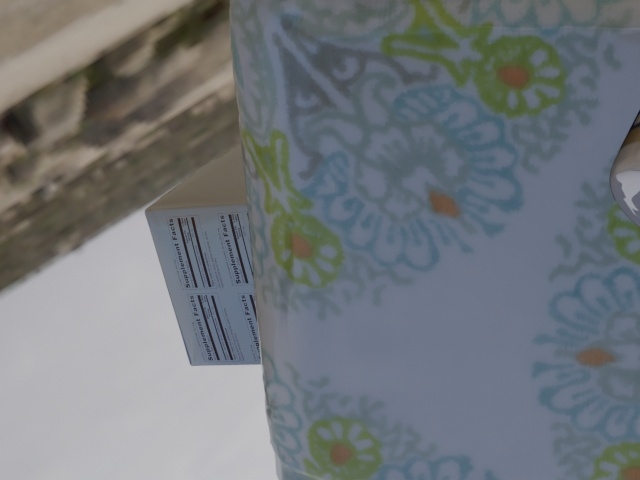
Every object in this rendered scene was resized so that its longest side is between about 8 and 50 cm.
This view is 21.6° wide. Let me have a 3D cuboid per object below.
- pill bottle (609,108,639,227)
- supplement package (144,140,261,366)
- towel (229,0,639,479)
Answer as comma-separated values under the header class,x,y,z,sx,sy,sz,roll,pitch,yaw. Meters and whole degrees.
class,x,y,z,sx,sy,sz,roll,pitch,yaw
pill bottle,0.187,-0.074,0.643,0.169,0.094,0.094,-61,-166,-13
supplement package,0.000,0.000,1.418,0.203,0.149,0.194,-3,-158,30
towel,0.148,0.012,0.868,0.374,0.320,0.090,2,-150,9
